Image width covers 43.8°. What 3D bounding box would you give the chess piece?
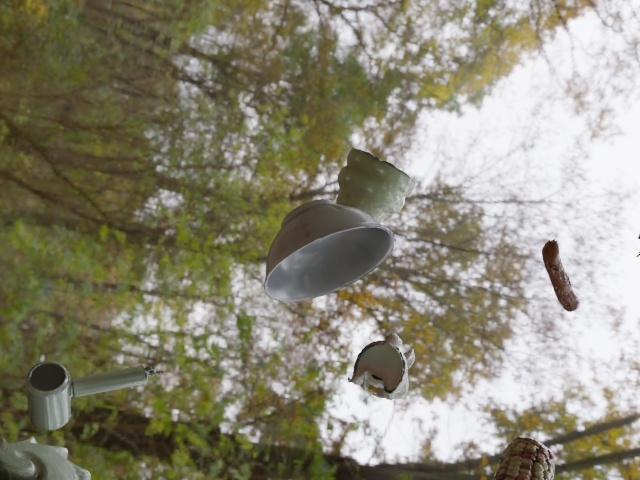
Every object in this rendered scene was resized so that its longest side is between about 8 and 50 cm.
[{"bbox_3d":[0.053,-0.026,1.384,0.243,0.133,0.133,-60,-161,-1],"label":"chess piece"}]

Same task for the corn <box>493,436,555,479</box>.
[{"bbox_3d":[0.250,0.366,1.049,0.237,0.079,0.079,-54,179,-42],"label":"corn"}]

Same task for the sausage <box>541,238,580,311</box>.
[{"bbox_3d":[0.458,0.069,1.521,0.036,0.042,0.158,0,-58,49],"label":"sausage"}]

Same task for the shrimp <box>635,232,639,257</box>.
[{"bbox_3d":[0.432,-0.027,0.801,0.169,0.296,0.058,-10,-78,48],"label":"shrimp"}]

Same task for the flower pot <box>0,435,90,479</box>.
[{"bbox_3d":[-0.468,0.334,0.970,0.164,0.368,0.254,-62,-157,13],"label":"flower pot"}]

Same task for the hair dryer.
[{"bbox_3d":[-0.207,0.135,0.738,0.063,0.124,0.038,106,-33,-44],"label":"hair dryer"}]

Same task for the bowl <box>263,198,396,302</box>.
[{"bbox_3d":[0.000,0.000,1.074,0.189,0.189,0.086,-54,-129,49],"label":"bowl"}]

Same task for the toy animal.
[{"bbox_3d":[0.078,0.165,1.011,0.124,0.071,0.085,67,31,-67],"label":"toy animal"}]
